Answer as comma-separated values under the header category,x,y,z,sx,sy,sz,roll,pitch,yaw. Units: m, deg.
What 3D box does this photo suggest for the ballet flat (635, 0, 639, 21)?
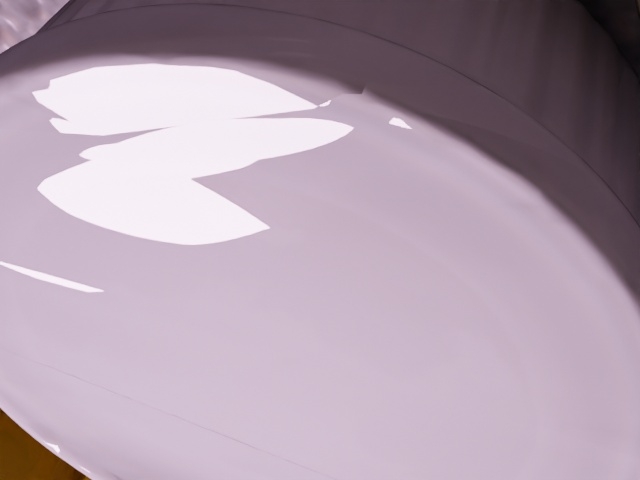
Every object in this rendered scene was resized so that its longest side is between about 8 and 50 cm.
category,x,y,z,sx,sy,sz,roll,pitch,yaw
ballet flat,0.095,-0.122,0.345,0.086,0.086,0.248,-6,132,31

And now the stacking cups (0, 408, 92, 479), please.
category,x,y,z,sx,sy,sz,roll,pitch,yaw
stacking cups,-0.216,0.178,0.820,0.096,0.096,0.316,29,142,-8

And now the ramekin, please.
category,x,y,z,sx,sy,sz,roll,pitch,yaw
ramekin,0.000,0.000,0.490,0.272,0.127,0.273,13,139,11
